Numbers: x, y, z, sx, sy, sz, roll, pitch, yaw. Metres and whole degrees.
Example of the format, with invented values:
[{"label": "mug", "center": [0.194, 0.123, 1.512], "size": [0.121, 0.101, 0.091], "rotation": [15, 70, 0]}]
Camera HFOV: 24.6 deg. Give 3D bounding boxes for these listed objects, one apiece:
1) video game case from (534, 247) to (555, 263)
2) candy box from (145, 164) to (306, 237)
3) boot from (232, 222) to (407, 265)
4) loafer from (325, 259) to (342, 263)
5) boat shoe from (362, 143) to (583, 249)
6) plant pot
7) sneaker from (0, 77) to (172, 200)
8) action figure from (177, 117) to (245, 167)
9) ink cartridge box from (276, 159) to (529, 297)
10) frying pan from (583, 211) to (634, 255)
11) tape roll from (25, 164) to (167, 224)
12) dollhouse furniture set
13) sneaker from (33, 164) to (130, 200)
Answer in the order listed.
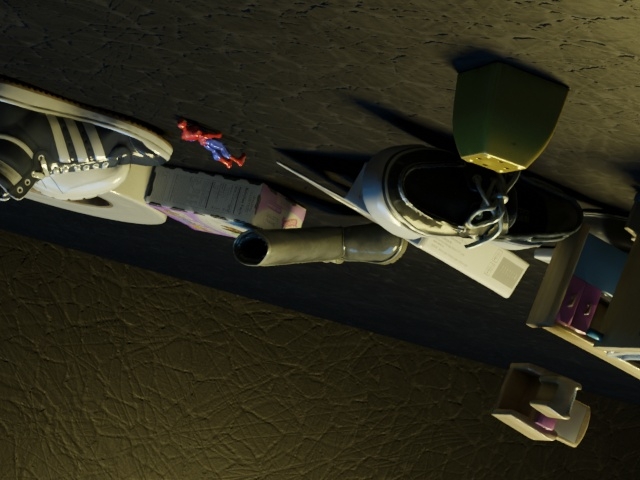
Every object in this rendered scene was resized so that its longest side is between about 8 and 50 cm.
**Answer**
[{"label": "video game case", "center": [0.417, 0.039, 2.148], "size": [0.143, 0.019, 0.157], "rotation": [20, 169, -37]}, {"label": "candy box", "center": [-0.146, -0.053, 2.304], "size": [0.196, 0.070, 0.165], "rotation": [11, 171, 25]}, {"label": "boot", "center": [0.001, 0.002, 2.202], "size": [0.208, 0.076, 0.189], "rotation": [7, 165, -38]}, {"label": "loafer", "center": [0.006, 0.015, 2.595], "size": [0.039, 0.045, 0.125], "rotation": [18, 176, 25]}, {"label": "boat shoe", "center": [0.184, -0.044, 1.686], "size": [0.306, 0.113, 0.105], "rotation": [18, 165, -40]}, {"label": "plant pot", "center": [0.170, -0.109, 1.365], "size": [0.081, 0.083, 0.081], "rotation": [18, 170, -21]}, {"label": "sneaker", "center": [-0.348, -0.109, 1.986], "size": [0.282, 0.153, 0.099], "rotation": [18, 171, -23]}, {"label": "action figure", "center": [-0.148, -0.132, 1.936], "size": [0.038, 0.030, 0.115], "rotation": [-1, 159, 41]}, {"label": "ink cartridge box", "center": [0.116, -0.036, 1.996], "size": [0.261, 0.066, 0.296], "rotation": [32, -178, 33]}, {"label": "frying pan", "center": [0.469, 0.021, 1.868], "size": [0.326, 0.053, 0.197], "rotation": [15, 173, 14]}, {"label": "tape roll", "center": [-0.430, -0.113, 2.375], "size": [0.392, 0.072, 0.392], "rotation": [15, 172, 2]}, {"label": "dollhouse furniture set", "center": [0.393, 0.114, 1.669], "size": [0.198, 0.286, 0.303], "rotation": [27, 166, -17]}, {"label": "sneaker", "center": [-0.417, -0.138, 2.098], "size": [0.297, 0.111, 0.129], "rotation": [14, 166, -8]}]
